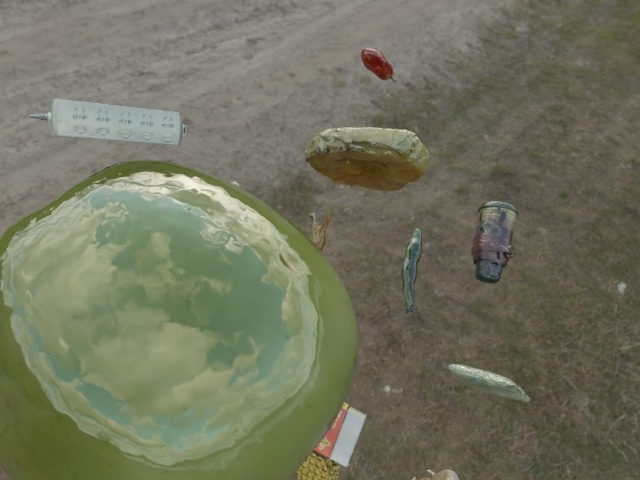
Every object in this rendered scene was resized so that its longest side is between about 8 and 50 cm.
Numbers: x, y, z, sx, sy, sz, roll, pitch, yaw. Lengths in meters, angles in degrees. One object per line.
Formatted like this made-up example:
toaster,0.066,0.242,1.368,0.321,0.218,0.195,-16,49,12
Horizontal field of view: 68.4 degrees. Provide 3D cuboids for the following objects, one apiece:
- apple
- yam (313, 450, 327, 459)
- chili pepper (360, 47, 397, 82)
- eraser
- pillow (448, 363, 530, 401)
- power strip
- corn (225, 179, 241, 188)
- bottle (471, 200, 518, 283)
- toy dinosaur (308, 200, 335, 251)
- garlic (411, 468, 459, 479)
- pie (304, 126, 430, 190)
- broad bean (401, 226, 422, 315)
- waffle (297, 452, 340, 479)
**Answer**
apple,-0.149,0.098,0.463,0.357,0.357,0.357,3,52,-4
yam,-0.045,0.595,1.541,0.254,0.154,0.154,31,54,-1
chili pepper,0.166,-0.504,1.353,0.059,0.191,0.050,-20,67,31
eraser,0.000,0.515,1.333,0.230,0.157,0.038,21,9,16
pillow,0.697,0.582,1.943,0.274,0.281,0.076,6,67,39
power strip,-0.362,-0.204,0.820,0.252,0.060,0.027,-1,10,-26
corn,-0.311,-0.071,1.626,0.092,0.281,0.092,-1,14,0
bottle,0.592,0.011,1.596,0.143,0.156,0.271,14,77,-3
toy dinosaur,0.000,0.000,1.023,0.039,0.162,0.126,2,73,-25
garlic,0.308,0.756,1.355,0.229,0.178,0.143,-32,68,13
pie,0.120,-0.210,1.238,0.339,0.339,0.083,7,79,-1
broad bean,0.287,0.088,1.500,0.060,0.043,0.298,21,67,-20
waffle,-0.015,0.793,1.671,0.193,0.197,0.070,51,28,22
